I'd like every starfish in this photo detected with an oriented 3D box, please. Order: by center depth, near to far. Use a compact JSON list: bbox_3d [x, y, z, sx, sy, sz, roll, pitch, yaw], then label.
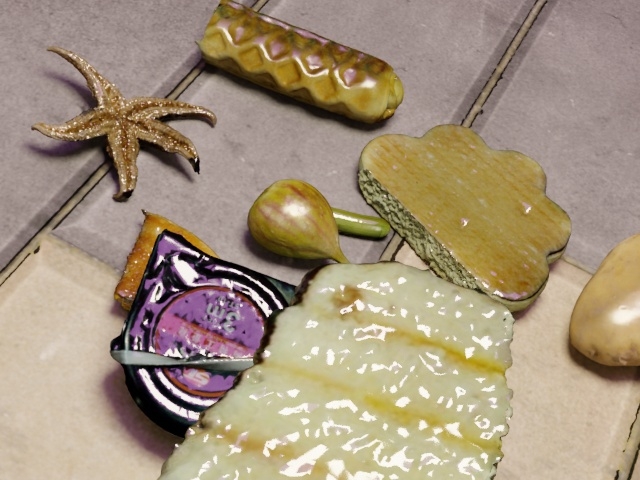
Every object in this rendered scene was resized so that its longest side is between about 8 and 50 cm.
[{"bbox_3d":[-0.234,-0.146,1.295,0.213,0.057,0.238,-27,66,-41],"label":"starfish"}]

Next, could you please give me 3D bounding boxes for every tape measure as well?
[{"bbox_3d":[-0.108,0.104,1.066,0.182,0.107,0.181,25,74,0],"label":"tape measure"}]

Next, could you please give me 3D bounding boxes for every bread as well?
[{"bbox_3d":[0.017,0.235,0.923,0.239,0.264,0.395,19,47,17],"label":"bread"},{"bbox_3d":[0.188,-0.039,1.318,0.207,0.056,0.286,-25,61,-27],"label":"bread"},{"bbox_3d":[-0.022,-0.223,1.395,0.270,0.098,0.087,21,90,2],"label":"bread"}]

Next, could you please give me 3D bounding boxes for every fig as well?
[{"bbox_3d":[0.002,-0.014,1.225,0.166,0.093,0.093,18,49,1],"label":"fig"}]

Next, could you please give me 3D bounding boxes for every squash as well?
[{"bbox_3d":[0.041,-0.020,1.281,0.083,0.027,0.027,13,49,-5],"label":"squash"}]

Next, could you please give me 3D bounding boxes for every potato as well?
[{"bbox_3d":[0.391,0.070,1.247,0.161,0.128,0.235,25,52,27],"label":"potato"}]

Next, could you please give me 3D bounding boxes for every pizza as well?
[{"bbox_3d":[-0.160,0.044,1.163,0.178,0.041,0.131,38,49,16],"label":"pizza"}]
